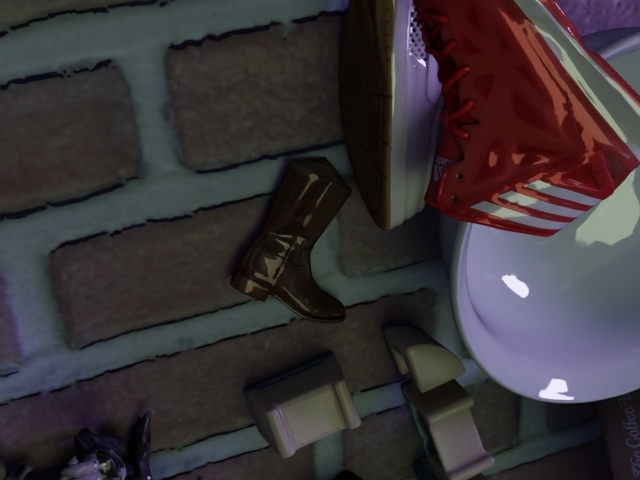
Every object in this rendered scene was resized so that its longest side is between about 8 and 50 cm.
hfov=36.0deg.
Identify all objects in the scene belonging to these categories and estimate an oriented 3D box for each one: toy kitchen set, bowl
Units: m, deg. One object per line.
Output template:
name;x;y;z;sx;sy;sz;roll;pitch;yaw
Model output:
toy kitchen set;0.046;0.183;0.830;0.166;0.122;0.207;-23;104;-10
bowl;0.202;-0.036;0.738;0.298;0.134;0.298;-11;122;-18

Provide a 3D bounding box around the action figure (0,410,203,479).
action figure;-0.203;0.204;0.700;0.276;0.141;0.164;11;102;-26

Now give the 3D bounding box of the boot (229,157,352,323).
boot;0.000;0.000;0.735;0.106;0.037;0.114;21;103;-33

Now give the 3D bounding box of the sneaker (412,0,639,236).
sneaker;0.081;-0.087;0.560;0.221;0.087;0.128;43;100;-5

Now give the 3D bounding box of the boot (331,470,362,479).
boot;-0.040;0.466;0.928;0.445;0.146;0.367;-41;127;-2

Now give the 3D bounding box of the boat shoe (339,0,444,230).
boat shoe;0.069;-0.137;0.646;0.096;0.098;0.277;-10;120;-17

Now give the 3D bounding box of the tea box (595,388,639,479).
tea box;0.429;0.196;0.849;0.323;0.220;0.329;-16;127;16
